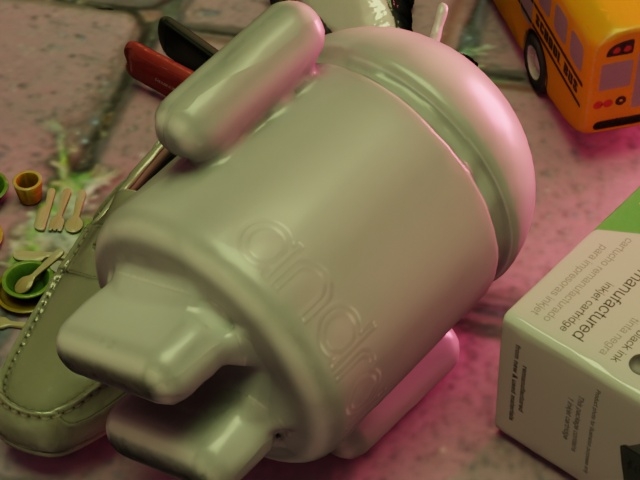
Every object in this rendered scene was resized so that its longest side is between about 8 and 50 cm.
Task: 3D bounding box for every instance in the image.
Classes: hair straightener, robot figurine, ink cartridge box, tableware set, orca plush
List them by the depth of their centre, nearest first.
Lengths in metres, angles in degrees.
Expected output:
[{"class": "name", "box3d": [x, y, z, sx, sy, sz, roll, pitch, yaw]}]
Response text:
[{"class": "robot figurine", "box3d": [0.000, 0.000, 1.187, 0.200, 0.300, 0.353, 17, 51, 43]}, {"class": "ink cartridge box", "box3d": [0.289, 0.095, 1.189, 0.289, 0.121, 0.211, 31, 54, 28]}, {"class": "tableware set", "box3d": [-0.233, 0.003, 1.366, 0.104, 0.024, 0.154, 4, 46, 6]}, {"class": "hair straightener", "box3d": [-0.041, -0.120, 1.465, 0.230, 0.047, 0.089, 26, 52, 25]}, {"class": "orca plush", "box3d": [0.053, -0.213, 1.521, 0.102, 0.151, 0.287, 5, 32, -39]}]

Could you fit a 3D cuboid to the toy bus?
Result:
[{"class": "toy bus", "box3d": [0.200, -0.223, 1.501, 0.108, 0.130, 0.332, -12, 46, -10]}]

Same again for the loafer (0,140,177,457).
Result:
[{"class": "loafer", "box3d": [-0.127, 0.013, 1.290, 0.112, 0.111, 0.319, 17, 48, 18]}]
